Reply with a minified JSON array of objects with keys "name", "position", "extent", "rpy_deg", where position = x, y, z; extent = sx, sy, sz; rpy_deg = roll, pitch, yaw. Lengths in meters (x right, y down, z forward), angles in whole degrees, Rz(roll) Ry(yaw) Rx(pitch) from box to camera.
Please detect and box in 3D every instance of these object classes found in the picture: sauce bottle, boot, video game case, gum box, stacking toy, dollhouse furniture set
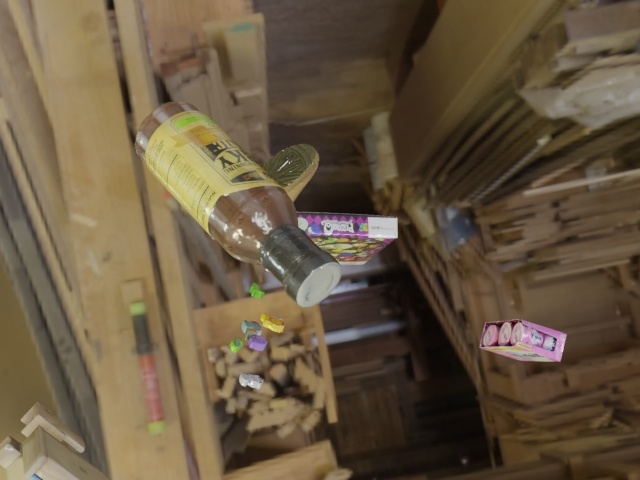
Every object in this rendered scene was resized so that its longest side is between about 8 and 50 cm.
[{"name":"sauce bottle","position":[-0.105,-0.048,1.119],"extent":[0.111,0.344,0.111],"rpy_deg":[-33,148,-24]},{"name":"boot","position":[-0.050,-0.051,1.793],"extent":[0.236,0.089,0.269],"rpy_deg":[-38,141,6]},{"name":"video game case","position":[0.000,0.000,1.492],"extent":[0.210,0.042,0.232],"rpy_deg":[1,167,-12]},{"name":"gum box","position":[0.434,0.216,1.889],"extent":[0.107,0.062,0.188],"rpy_deg":[18,169,-12]},{"name":"stacking toy","position":[-0.147,0.216,2.011],"extent":[0.052,0.167,0.221],"rpy_deg":[15,-164,-20]},{"name":"dollhouse furniture set","position":[-0.541,0.510,1.598],"extent":[0.303,0.198,0.286],"rpy_deg":[-47,-158,-6]}]
